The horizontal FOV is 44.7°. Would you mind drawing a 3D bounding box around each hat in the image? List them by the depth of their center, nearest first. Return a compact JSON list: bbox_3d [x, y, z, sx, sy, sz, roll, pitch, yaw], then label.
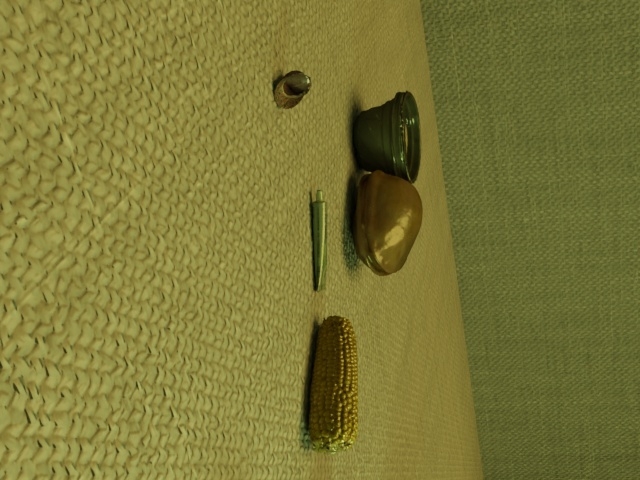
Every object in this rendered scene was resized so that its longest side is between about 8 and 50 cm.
[{"bbox_3d":[-0.057,-0.271,1.374,0.087,0.042,0.058,-39,129,-27],"label":"hat"}]

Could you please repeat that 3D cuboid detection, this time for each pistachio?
[{"bbox_3d":[0.155,-0.027,1.807,0.213,0.163,0.260,38,50,-35],"label":"pistachio"}]

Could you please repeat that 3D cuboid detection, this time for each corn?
[{"bbox_3d":[0.026,0.265,1.437,0.091,0.091,0.260,56,29,-54],"label":"corn"}]

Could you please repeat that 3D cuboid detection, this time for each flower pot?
[{"bbox_3d":[0.162,-0.246,1.902,0.235,0.140,0.235,-4,90,-71],"label":"flower pot"}]

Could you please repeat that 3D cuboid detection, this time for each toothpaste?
[{"bbox_3d":[0.000,0.000,1.510,0.048,0.029,0.197,-4,93,-73],"label":"toothpaste"}]
